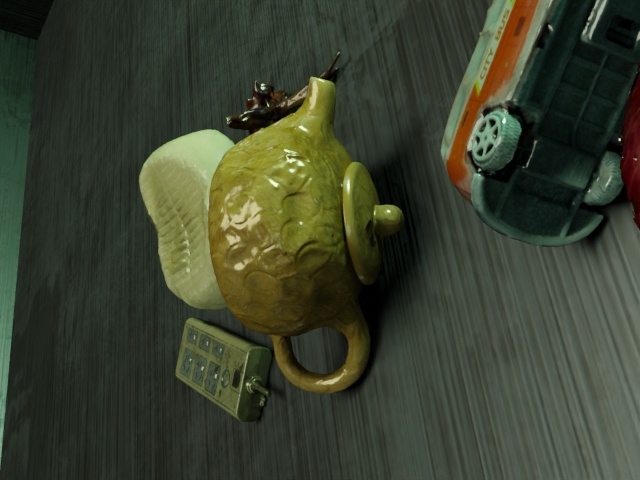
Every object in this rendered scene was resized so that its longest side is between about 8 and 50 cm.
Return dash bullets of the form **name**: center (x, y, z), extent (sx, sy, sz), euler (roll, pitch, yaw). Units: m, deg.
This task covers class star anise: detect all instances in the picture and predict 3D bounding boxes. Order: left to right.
- **star anise**: center (-0.033, -0.156, 0.966), extent (0.140, 0.144, 0.158), euler (66, -157, -58)

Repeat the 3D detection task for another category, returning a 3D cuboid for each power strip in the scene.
- **power strip**: center (-0.124, 0.165, 1.008), extent (0.268, 0.034, 0.092), euler (10, 88, 60)

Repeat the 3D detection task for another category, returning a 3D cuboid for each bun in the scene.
- **bun**: center (-0.126, -0.024, 0.958), extent (0.229, 0.145, 0.230), euler (10, 103, 52)

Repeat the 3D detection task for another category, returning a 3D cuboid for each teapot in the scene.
- **teapot**: center (0.000, 0.000, 0.756), extent (0.167, 0.203, 0.311), euler (-5, 97, 16)

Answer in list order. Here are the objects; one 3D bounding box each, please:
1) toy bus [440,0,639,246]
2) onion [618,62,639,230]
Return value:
- **toy bus**: center (0.175, -0.134, 0.550), extent (0.265, 0.121, 0.120), euler (-70, 23, 15)
- **onion**: center (0.231, -0.065, 0.325), extent (0.252, 0.219, 0.252), euler (-42, 36, 42)
